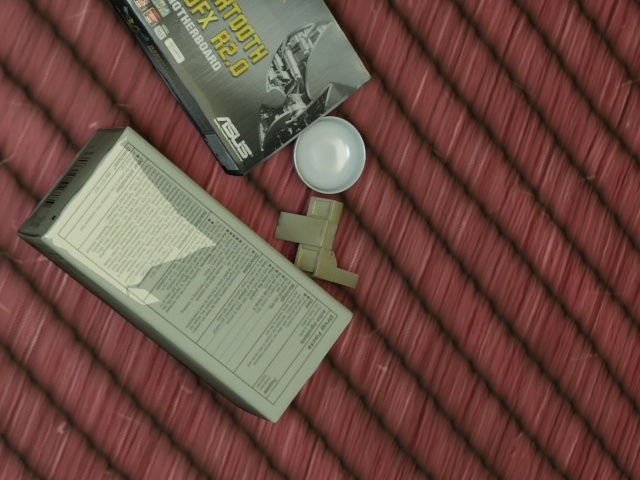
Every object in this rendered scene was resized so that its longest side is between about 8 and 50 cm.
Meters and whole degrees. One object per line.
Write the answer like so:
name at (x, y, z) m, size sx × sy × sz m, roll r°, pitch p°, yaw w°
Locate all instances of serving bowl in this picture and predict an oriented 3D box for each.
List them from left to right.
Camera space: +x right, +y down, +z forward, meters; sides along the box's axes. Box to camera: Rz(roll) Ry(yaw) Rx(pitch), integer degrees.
serving bowl at (0.006, -0.092, 1.793) m, size 0.083 × 0.027 × 0.083 m, roll -1°, pitch 93°, yaw -22°

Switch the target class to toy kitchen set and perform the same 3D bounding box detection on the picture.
toy kitchen set at (0.000, 0.000, 1.792) m, size 0.075 × 0.068 × 0.083 m, roll 19°, pitch 84°, yaw -50°

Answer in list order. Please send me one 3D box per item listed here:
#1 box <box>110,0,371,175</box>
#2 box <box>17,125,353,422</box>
box at (-0.082, -0.211, 1.736) m, size 0.183 × 0.056 × 0.231 m, roll -37°, pitch 106°, yaw -17°
box at (-0.136, 0.035, 1.689) m, size 0.311 × 0.121 × 0.148 m, roll 42°, pitch 77°, yaw -19°
